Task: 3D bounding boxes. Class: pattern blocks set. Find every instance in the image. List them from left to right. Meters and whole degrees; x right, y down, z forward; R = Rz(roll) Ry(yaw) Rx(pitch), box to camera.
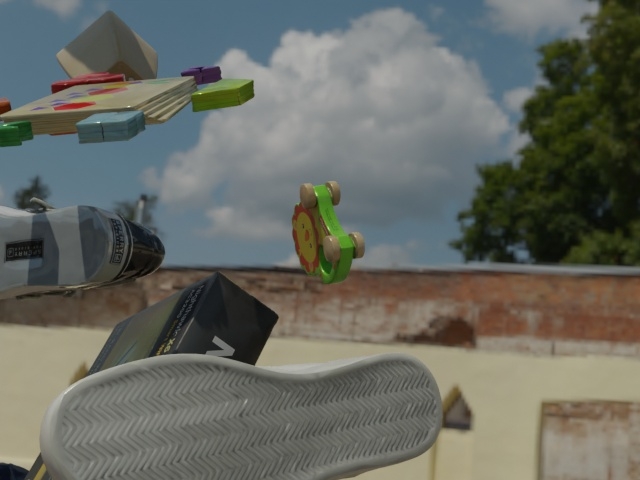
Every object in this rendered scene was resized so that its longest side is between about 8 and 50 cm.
[{"bbox_3d":[-0.204,-0.130,1.090,0.285,0.026,0.325,0,17,22],"label":"pattern blocks set"}]

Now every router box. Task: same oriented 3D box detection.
[{"bbox_3d":[-0.189,0.197,1.078,0.081,0.309,0.243,38,-34,-19],"label":"router box"}]

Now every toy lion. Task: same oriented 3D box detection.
[{"bbox_3d":[0.000,0.000,1.037,0.034,0.100,0.096,-9,-37,-22],"label":"toy lion"}]

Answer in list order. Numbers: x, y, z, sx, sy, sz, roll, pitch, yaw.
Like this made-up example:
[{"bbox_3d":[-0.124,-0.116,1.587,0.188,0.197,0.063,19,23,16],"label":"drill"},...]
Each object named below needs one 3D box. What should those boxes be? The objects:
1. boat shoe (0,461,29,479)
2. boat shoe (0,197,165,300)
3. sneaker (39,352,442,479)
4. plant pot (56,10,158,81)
[{"bbox_3d":[-0.306,0.330,1.237,0.341,0.158,0.127,7,-39,13],"label":"boat shoe"},{"bbox_3d":[-0.301,0.009,1.218,0.306,0.113,0.105,-7,-11,33],"label":"boat shoe"},{"bbox_3d":[-0.077,0.135,0.767,0.293,0.108,0.169,3,-14,-39],"label":"sneaker"},{"bbox_3d":[-0.298,-0.241,1.621,0.109,0.096,0.109,-37,-46,12],"label":"plant pot"}]
